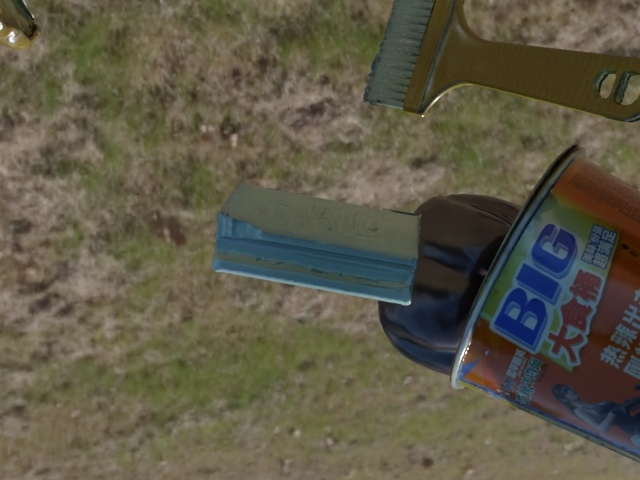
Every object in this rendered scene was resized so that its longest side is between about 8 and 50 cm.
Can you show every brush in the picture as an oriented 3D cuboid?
[{"bbox_3d":[0.105,-0.104,0.523,0.010,0.218,0.082,15,96,-40],"label":"brush"}]

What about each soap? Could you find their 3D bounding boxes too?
[{"bbox_3d":[0.000,0.000,0.893,0.199,0.114,0.063,9,114,3],"label":"soap"}]

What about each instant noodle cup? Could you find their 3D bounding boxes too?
[{"bbox_3d":[0.291,0.076,0.895,0.296,0.214,0.296,-48,155,-31],"label":"instant noodle cup"}]

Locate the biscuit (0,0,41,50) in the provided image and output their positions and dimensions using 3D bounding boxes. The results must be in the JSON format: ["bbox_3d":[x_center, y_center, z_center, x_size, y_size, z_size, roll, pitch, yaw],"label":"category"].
[{"bbox_3d":[-0.477,-0.399,1.153,0.078,0.335,0.329,-25,-179,-4],"label":"biscuit"}]

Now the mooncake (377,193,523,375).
[{"bbox_3d":[0.188,0.058,1.125,0.133,0.244,0.245,20,171,36],"label":"mooncake"}]
